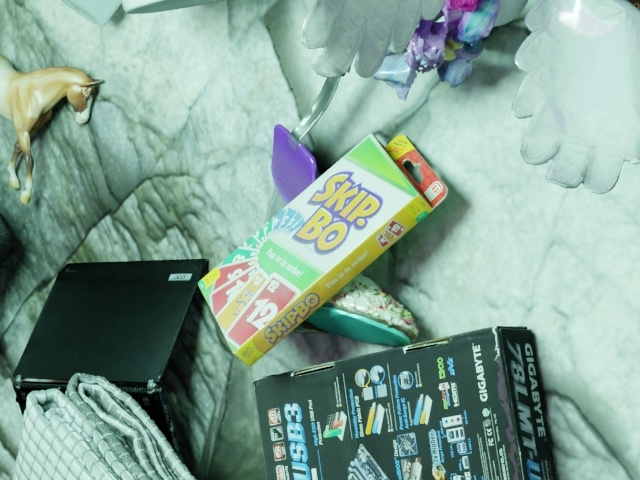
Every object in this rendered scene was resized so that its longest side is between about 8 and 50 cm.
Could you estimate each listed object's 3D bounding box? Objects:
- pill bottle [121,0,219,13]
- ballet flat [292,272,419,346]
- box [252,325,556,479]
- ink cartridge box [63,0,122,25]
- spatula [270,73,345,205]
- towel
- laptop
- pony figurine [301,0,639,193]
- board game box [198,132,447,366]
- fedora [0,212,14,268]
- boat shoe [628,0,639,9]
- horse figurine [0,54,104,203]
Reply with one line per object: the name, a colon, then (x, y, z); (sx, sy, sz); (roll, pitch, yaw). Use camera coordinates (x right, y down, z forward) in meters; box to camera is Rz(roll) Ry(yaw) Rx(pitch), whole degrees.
pill bottle: (-0.157, -0.429, 1.538); (0.204, 0.204, 0.361); (-8, 97, 36)
ballet flat: (-0.003, 0.056, 1.500); (0.241, 0.091, 0.077); (4, 66, 34)
box: (0.084, 0.250, 1.417); (0.293, 0.073, 0.295); (-17, 76, 36)
ink cartridge box: (-0.252, -0.488, 1.759); (0.308, 0.091, 0.385); (41, 93, 33)
spatula: (0.002, -0.150, 1.489); (0.084, 0.030, 0.296); (47, 130, 36)
towel: (-0.210, 0.311, 1.564); (0.283, 0.121, 0.235); (41, 129, 31)
laptop: (-0.221, 0.170, 1.693); (0.234, 0.136, 0.264); (-2, 110, 38)
pony figurine: (0.147, -0.232, 1.260); (0.351, 0.303, 0.363); (-66, 14, -11)
board game box: (0.000, 0.000, 1.460); (0.259, 0.039, 0.124); (-39, 39, 5)
fedora: (-0.484, -0.034, 1.772); (0.152, 0.334, 0.334); (-46, 57, -7)
boat shoe: (0.279, -0.181, 1.315); (0.060, 0.064, 0.178); (22, 97, 38)
horse figurine: (-0.394, -0.164, 1.824); (0.263, 0.066, 0.174); (29, 110, 32)
